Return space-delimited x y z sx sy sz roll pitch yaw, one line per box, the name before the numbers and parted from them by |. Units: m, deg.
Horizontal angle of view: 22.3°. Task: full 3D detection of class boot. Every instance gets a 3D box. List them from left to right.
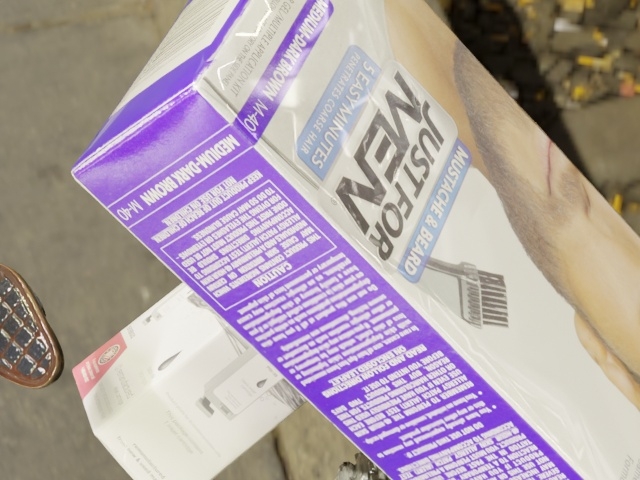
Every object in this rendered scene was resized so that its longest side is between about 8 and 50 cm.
boot | -0.273 0.069 1.477 0.219 0.106 0.082 41 98 37

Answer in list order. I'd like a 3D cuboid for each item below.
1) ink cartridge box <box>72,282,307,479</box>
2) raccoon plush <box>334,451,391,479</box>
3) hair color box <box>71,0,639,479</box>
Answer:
ink cartridge box | -0.090 0.107 1.591 0.283 0.117 0.207 -39 19 -3
raccoon plush | 0.046 0.304 1.239 0.216 0.446 0.299 -1 32 -11
hair color box | 0.054 0.006 0.845 0.339 0.110 0.185 46 41 -19
